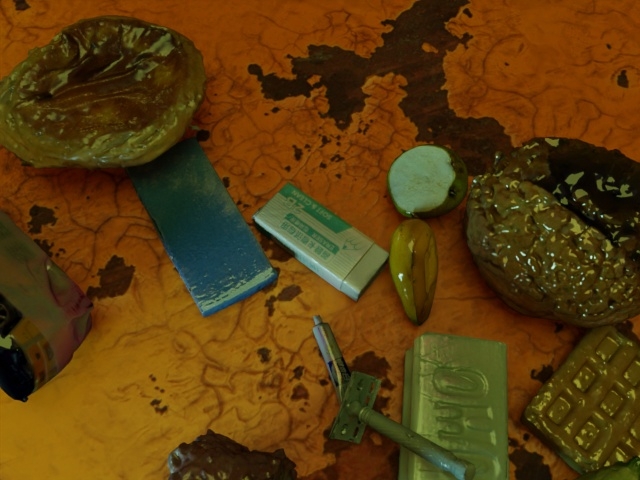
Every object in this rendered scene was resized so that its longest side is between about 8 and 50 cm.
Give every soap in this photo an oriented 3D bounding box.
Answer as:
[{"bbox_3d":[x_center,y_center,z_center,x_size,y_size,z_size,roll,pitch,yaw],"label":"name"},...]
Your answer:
[{"bbox_3d":[0.198,0.273,0.913,0.150,0.094,0.261,6,66,1],"label":"soap"}]

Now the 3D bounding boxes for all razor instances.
[{"bbox_3d":[0.113,0.267,0.846,0.068,0.232,0.106,24,83,-39],"label":"razor"}]

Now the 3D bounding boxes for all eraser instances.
[{"bbox_3d":[-0.208,-0.029,1.056,0.144,0.042,0.311,-28,70,-15],"label":"eraser"},{"bbox_3d":[0.000,0.000,1.047,0.225,0.052,0.095,36,67,13],"label":"eraser"}]

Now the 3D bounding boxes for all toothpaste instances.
[{"bbox_3d":[0.025,0.196,0.975,0.045,0.028,0.169,-17,70,-17],"label":"toothpaste"}]

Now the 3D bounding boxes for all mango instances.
[{"bbox_3d":[0.155,0.046,1.010,0.066,0.101,0.187,-6,89,37],"label":"mango"}]

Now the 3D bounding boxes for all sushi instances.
[{"bbox_3d":[-0.142,0.380,0.780,0.171,0.236,0.270,16,70,14],"label":"sushi"}]

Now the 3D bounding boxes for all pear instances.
[{"bbox_3d":[0.192,-0.097,1.071,0.141,0.104,0.140,-9,72,30],"label":"pear"}]

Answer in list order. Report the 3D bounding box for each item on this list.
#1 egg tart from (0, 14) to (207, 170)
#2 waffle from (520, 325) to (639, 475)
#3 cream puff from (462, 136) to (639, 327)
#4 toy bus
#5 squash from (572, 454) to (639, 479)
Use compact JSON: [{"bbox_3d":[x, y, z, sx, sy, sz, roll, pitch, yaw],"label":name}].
[{"bbox_3d":[-0.359,-0.238,1.077,0.340,0.153,0.351,20,64,10],"label":"egg tart"},{"bbox_3d":[0.464,0.278,0.944,0.248,0.055,0.221,43,71,14],"label":"waffle"},{"bbox_3d":[0.400,-0.034,0.978,0.328,0.231,0.342,-2,61,1],"label":"cream puff"},{"bbox_3d":[-0.509,0.055,0.929,0.386,0.171,0.162,39,51,13],"label":"toy bus"},{"bbox_3d":[0.302,0.417,0.825,0.371,0.118,0.118,-30,71,-7],"label":"squash"}]
